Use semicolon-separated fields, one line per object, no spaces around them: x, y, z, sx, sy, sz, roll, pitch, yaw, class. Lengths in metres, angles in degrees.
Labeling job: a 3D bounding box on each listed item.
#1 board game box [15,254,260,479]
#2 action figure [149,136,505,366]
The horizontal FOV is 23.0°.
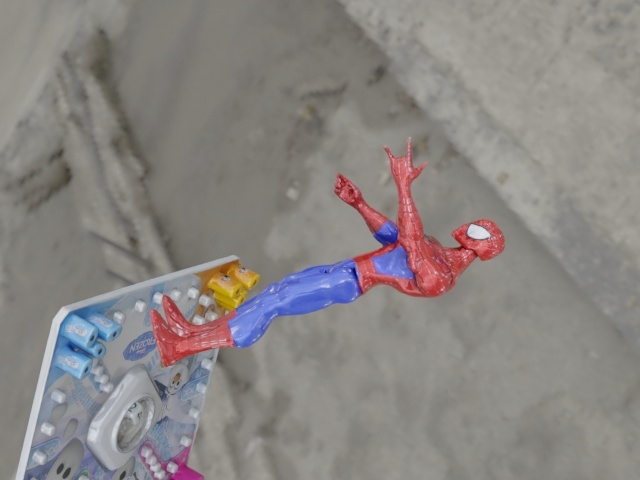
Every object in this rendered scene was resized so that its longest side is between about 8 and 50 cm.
-0.236;0.233;1.996;0.050;0.390;0.390;24;110;24;board game box
0.000;0.000;1.231;0.280;0.139;0.091;-13;10;6;action figure
